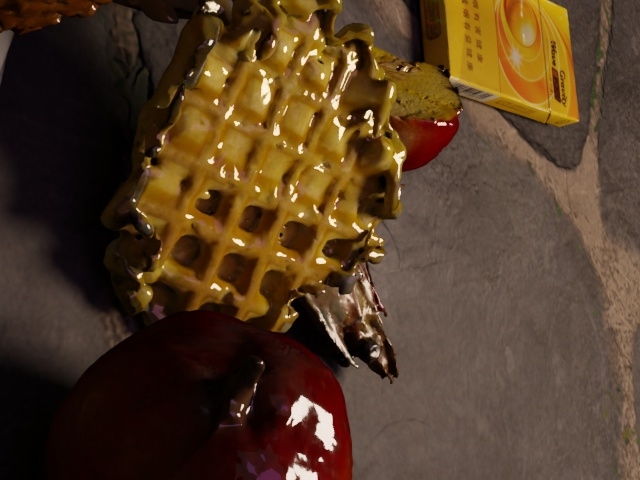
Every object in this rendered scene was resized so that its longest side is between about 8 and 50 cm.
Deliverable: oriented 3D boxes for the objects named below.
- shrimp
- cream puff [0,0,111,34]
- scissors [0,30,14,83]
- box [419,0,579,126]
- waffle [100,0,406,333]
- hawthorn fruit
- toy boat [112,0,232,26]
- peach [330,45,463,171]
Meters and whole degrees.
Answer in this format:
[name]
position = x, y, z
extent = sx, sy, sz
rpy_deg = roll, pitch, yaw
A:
[shrimp]
position = 0.001, 0.000, 0.944
extent = 0.154, 0.062, 0.294
rpy_deg = -40, 109, -51
[cream puff]
position = -0.203, -0.271, 0.647
extent = 0.302, 0.212, 0.303
rpy_deg = 1, 82, -5
[scissors]
position = -0.245, -0.048, 0.699
extent = 0.118, 0.030, 0.242
rpy_deg = 34, 60, -40
[box]
position = 0.212, -0.230, 1.244
extent = 0.269, 0.043, 0.153
rpy_deg = 9, 75, -46
[waffle]
position = -0.046, -0.046, 0.803
extent = 0.262, 0.060, 0.281
rpy_deg = -29, 125, -21
[hawthorn fruit]
position = -0.077, 0.144, 0.676
extent = 0.215, 0.250, 0.215
rpy_deg = 7, 50, -9
[toy boat]
position = -0.136, -0.370, 0.802
extent = 0.136, 0.162, 0.446
rpy_deg = -5, 85, -53
[peach]
position = 0.054, -0.122, 0.989
extent = 0.151, 0.118, 0.151
rpy_deg = 19, 34, -14
